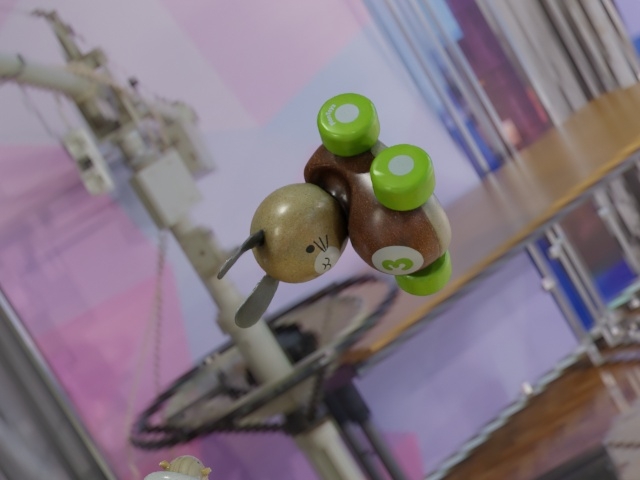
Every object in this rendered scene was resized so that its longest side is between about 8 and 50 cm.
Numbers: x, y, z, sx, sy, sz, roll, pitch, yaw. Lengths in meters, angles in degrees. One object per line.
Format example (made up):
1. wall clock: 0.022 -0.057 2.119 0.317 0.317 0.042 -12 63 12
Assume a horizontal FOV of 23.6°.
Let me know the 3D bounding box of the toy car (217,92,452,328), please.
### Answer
1. toy car: 0.000 0.000 1.284 0.188 0.155 0.149 -35 55 -13

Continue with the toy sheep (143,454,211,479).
1. toy sheep: -0.116 0.228 1.188 0.091 0.091 0.132 -20 49 44
